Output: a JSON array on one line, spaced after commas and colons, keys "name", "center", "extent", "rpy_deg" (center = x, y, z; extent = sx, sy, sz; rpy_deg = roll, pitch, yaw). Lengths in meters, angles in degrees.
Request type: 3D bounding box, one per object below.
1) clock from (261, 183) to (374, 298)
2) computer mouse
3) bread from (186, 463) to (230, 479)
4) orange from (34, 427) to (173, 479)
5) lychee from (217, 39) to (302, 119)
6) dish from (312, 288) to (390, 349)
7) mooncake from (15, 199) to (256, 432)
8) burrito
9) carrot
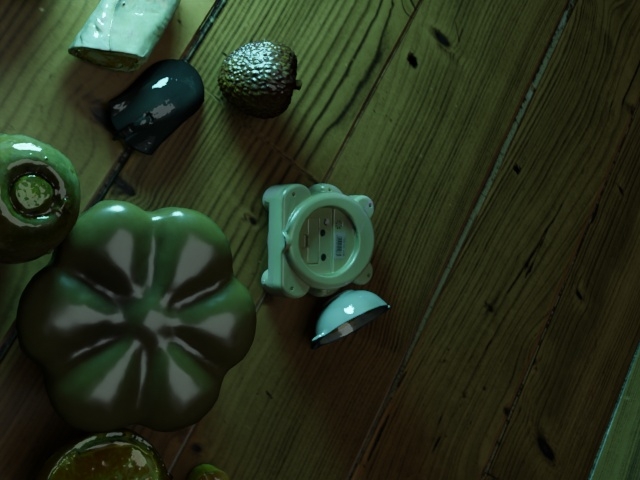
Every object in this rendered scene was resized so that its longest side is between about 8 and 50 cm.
[{"name": "clock", "center": [0.000, 0.000, 2.048], "extent": [0.309, 0.114, 0.283], "rpy_deg": [-1, 91, -39]}, {"name": "computer mouse", "center": [-0.347, -0.298, 1.784], "extent": [0.264, 0.088, 0.147], "rpy_deg": [-48, 116, -22]}, {"name": "bread", "center": [-0.242, 0.641, 1.908], "extent": [0.102, 0.094, 0.245], "rpy_deg": [-19, 104, -29]}, {"name": "orange", "center": [-0.450, 0.523, 1.667], "extent": [0.263, 0.196, 0.334], "rpy_deg": [-24, 128, -27]}, {"name": "lychee", "center": [-0.133, -0.370, 1.884], "extent": [0.194, 0.194, 0.194], "rpy_deg": [-2, 94, -37]}, {"name": "dish", "center": [0.054, 0.186, 2.083], "extent": [0.236, 0.228, 0.086], "rpy_deg": [-5, 62, -55]}, {"name": "mooncake", "center": [-0.352, 0.152, 1.606], "extent": [0.467, 0.262, 0.466], "rpy_deg": [2, 86, -20]}, {"name": "burrito", "center": [-0.393, -0.474, 1.725], "extent": [0.143, 0.105, 0.299], "rpy_deg": [34, 73, -23]}, {"name": "carrot", "center": [-0.570, -0.069, 1.468], "extent": [0.224, 0.341, 0.224], "rpy_deg": [2, 87, -37]}]
